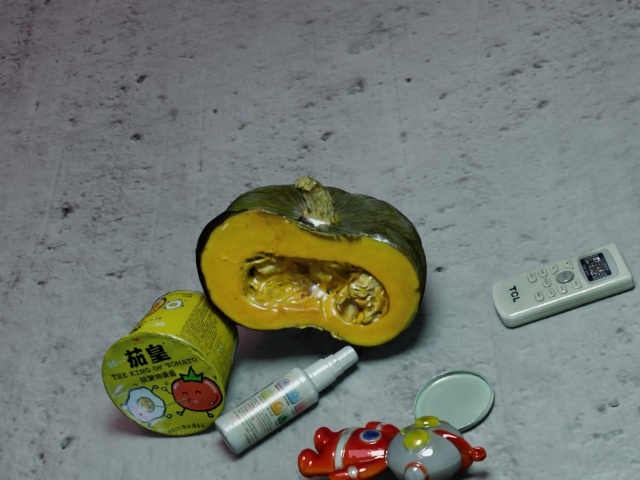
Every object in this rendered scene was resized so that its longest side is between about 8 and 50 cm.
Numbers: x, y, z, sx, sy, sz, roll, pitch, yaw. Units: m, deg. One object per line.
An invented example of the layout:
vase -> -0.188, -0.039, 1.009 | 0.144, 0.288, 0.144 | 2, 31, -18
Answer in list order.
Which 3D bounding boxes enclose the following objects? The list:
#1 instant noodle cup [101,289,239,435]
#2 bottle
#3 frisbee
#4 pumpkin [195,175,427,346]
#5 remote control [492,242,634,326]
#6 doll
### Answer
instant noodle cup -> -0.202, 0.165, 1.932 | 0.182, 0.182, 0.144 | -7, 28, 21
bottle -> -0.042, 0.214, 1.867 | 0.217, 0.060, 0.060 | -32, 37, -11
frisbee -> 0.176, 0.213, 1.787 | 0.110, 0.014, 0.110 | -15, 38, 12
pumpkin -> 0.000, 0.000, 1.939 | 0.325, 0.242, 0.232 | 11, 28, 7
remote control -> 0.333, 0.062, 1.880 | 0.190, 0.029, 0.087 | -19, 36, 7
doll -> 0.093, 0.268, 1.711 | 0.245, 0.076, 0.142 | -6, 23, 29
